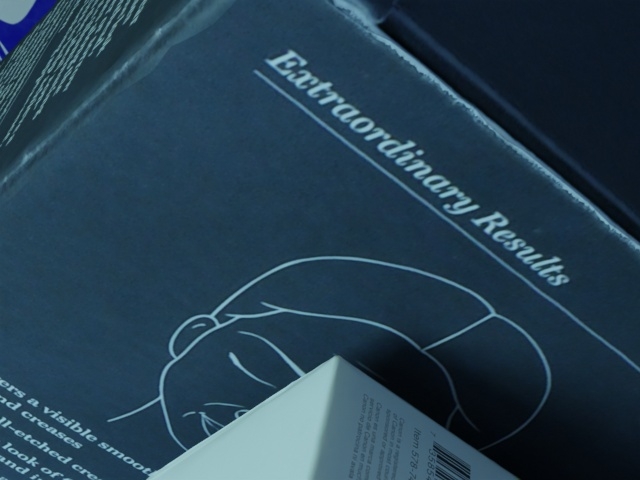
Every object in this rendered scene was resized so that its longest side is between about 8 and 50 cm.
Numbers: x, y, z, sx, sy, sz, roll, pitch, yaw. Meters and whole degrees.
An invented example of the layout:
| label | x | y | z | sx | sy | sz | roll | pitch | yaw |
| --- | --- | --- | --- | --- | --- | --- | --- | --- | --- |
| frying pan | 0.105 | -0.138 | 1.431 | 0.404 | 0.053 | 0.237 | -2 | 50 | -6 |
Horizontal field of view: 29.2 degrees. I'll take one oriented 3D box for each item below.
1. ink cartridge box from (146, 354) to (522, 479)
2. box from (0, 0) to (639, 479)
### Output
| label | x | y | z | sx | sy | sz | roll | pitch | yaw |
| --- | --- | --- | --- | --- | --- | --- | --- | --- | --- |
| ink cartridge box | 0.023 | 0.155 | 0.435 | 0.127 | 0.176 | 0.128 | -38 | 25 | 39 |
| box | 0.000 | 0.000 | 0.558 | 0.395 | 0.293 | 0.212 | -31 | 31 | 43 |
